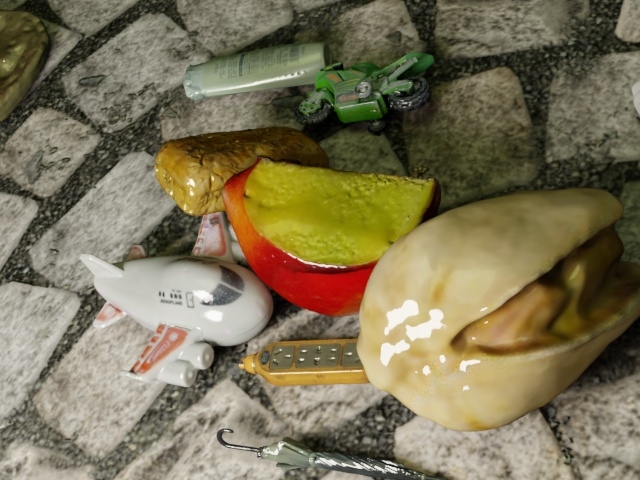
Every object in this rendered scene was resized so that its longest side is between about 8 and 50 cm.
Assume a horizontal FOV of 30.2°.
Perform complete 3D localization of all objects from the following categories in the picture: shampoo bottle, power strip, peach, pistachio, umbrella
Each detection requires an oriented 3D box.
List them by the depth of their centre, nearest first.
[{"bbox_3d":[0.188,0.064,1.235,0.321,0.229,0.238,-26,15,-8],"label":"pistachio"},{"bbox_3d":[0.011,0.244,1.302,0.269,0.044,0.044,9,33,18],"label":"umbrella"},{"bbox_3d":[-0.014,0.142,1.385,0.178,0.028,0.049,-4,55,21],"label":"power strip"},{"bbox_3d":[0.001,0.005,1.389,0.268,0.158,0.153,8,54,13],"label":"peach"},{"bbox_3d":[-0.089,-0.240,1.688,0.213,0.049,0.072,-7,57,18],"label":"shampoo bottle"}]

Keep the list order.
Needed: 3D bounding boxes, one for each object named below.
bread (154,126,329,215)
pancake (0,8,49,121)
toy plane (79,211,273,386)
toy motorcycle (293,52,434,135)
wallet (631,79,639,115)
[{"bbox_3d":[-0.098,-0.094,1.506,0.211,0.083,0.114,-10,33,-32],"label":"bread"},{"bbox_3d":[-0.562,-0.265,1.911,0.295,0.049,0.294,-13,48,15],"label":"pancake"},{"bbox_3d":[-0.173,0.065,1.456,0.252,0.118,0.252,-10,54,14],"label":"toy plane"},{"bbox_3d":[0.057,-0.200,1.588,0.190,0.074,0.106,-8,44,18],"label":"toy motorcycle"},{"bbox_3d":[0.453,-0.145,1.395,0.124,0.032,0.182,-26,48,4],"label":"wallet"}]
